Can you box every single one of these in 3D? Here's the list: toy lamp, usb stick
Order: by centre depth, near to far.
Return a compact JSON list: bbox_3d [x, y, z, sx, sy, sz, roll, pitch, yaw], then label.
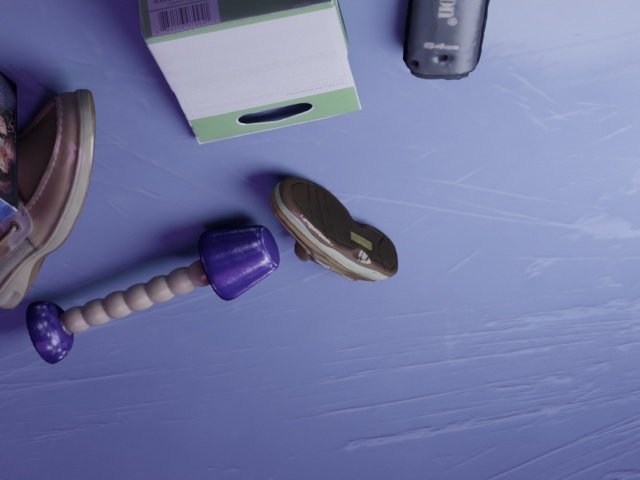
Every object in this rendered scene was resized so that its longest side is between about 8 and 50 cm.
[{"bbox_3d":[0.119,-0.252,1.543,0.077,0.045,0.278,-4,140,-7],"label":"usb stick"},{"bbox_3d":[-0.174,0.052,1.819,0.275,0.080,0.080,-21,138,13],"label":"toy lamp"}]

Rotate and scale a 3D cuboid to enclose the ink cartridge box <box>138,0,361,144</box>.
[{"bbox_3d":[-0.058,-0.171,1.601,0.171,0.056,0.235,-11,161,4],"label":"ink cartridge box"}]

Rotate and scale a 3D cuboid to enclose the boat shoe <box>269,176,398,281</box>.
[{"bbox_3d":[0.000,0.000,1.803,0.072,0.068,0.190,-21,139,32],"label":"boat shoe"}]

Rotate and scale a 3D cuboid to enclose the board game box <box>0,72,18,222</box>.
[{"bbox_3d":[-0.357,-0.135,1.502,0.042,0.165,0.243,-28,136,21],"label":"board game box"}]

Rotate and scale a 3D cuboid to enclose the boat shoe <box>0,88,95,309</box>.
[{"bbox_3d":[-0.299,-0.038,1.673,0.098,0.109,0.302,12,141,-24],"label":"boat shoe"}]
